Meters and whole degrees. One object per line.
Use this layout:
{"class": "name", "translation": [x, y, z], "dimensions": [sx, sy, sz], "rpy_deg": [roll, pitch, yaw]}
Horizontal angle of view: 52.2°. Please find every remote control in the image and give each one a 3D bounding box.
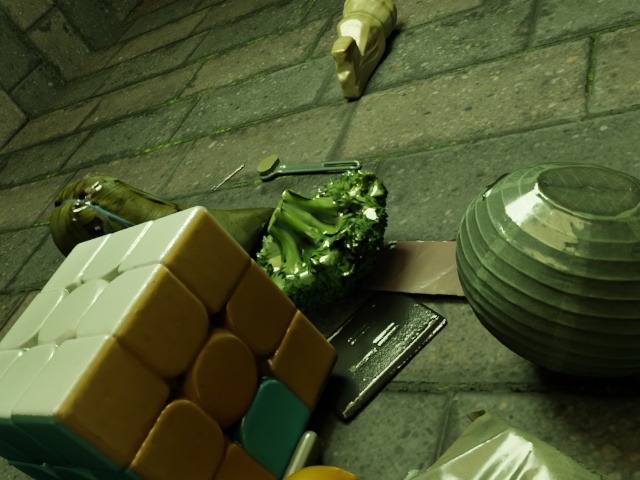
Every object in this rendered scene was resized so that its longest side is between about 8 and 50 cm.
{"class": "remote control", "translation": [-0.055, 0.340, 0.728], "dimensions": [0.029, 0.067, 0.261], "rpy_deg": [17, 54, 16]}

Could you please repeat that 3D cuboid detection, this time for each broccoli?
{"class": "broccoli", "translation": [0.003, 0.000, 0.983], "dimensions": [0.176, 0.226, 0.198], "rpy_deg": [6, 26, -18]}

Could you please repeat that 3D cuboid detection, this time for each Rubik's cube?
{"class": "Rubik's cube", "translation": [-0.206, 0.174, 0.814], "dimensions": [0.290, 0.292, 0.291], "rpy_deg": [-12, 38, 40]}

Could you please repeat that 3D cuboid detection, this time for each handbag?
{"class": "handbag", "translation": [0.187, 0.257, 0.583], "dimensions": [0.182, 0.117, 0.270], "rpy_deg": [-29, 31, -29]}

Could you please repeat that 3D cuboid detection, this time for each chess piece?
{"class": "chess piece", "translation": [0.090, -0.455, 1.510], "dimensions": [0.137, 0.137, 0.301], "rpy_deg": [-10, 45, 30]}

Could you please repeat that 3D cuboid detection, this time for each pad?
{"class": "pad", "translation": [0.159, 0.039, 0.955], "dimensions": [0.187, 0.006, 0.113], "rpy_deg": [0, 40, 37]}

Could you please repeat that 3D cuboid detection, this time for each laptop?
{"class": "laptop", "translation": [0.065, 0.146, 0.902], "dimensions": [0.197, 0.016, 0.135], "rpy_deg": [-43, 37, -13]}

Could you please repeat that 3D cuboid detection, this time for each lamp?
{"class": "lamp", "translation": [0.266, 0.031, 0.700], "dimensions": [0.265, 0.233, 0.233], "rpy_deg": [19, 58, 24]}

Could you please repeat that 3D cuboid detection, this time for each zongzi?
{"class": "zongzi", "translation": [-0.243, -0.037, 1.117], "dimensions": [0.160, 0.323, 0.360], "rpy_deg": [-7, 38, 45]}

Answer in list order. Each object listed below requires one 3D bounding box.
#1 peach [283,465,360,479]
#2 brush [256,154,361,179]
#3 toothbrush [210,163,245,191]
{"class": "peach", "translation": [0.000, 0.298, 0.666], "dimensions": [0.138, 0.138, 0.138], "rpy_deg": [-22, 37, 17]}
{"class": "brush", "translation": [-0.029, -0.152, 1.325], "dimensions": [0.266, 0.027, 0.062], "rpy_deg": [2, 49, 40]}
{"class": "toothbrush", "translation": [-0.209, -0.142, 1.475], "dimensions": [0.097, 0.008, 0.006], "rpy_deg": [-41, 49, -11]}
